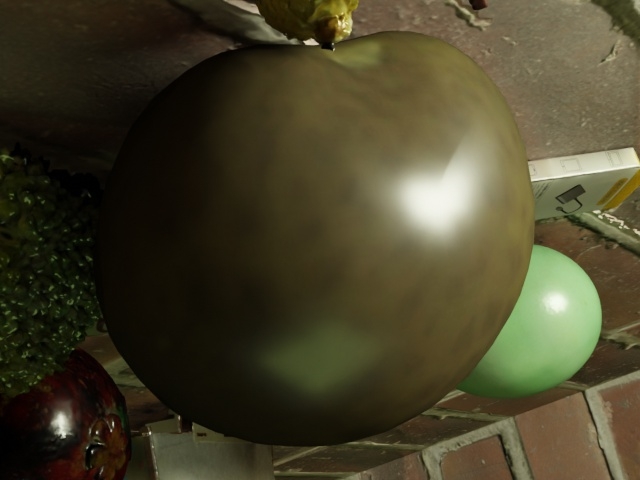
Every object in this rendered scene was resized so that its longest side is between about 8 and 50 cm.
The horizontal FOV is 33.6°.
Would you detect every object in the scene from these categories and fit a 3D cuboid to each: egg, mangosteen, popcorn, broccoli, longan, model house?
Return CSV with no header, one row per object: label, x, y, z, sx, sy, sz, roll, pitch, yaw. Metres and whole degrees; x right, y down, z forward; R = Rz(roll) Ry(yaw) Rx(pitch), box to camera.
egg,0.268,0.117,1.526,0.270,0.220,0.220,-13,161,29
mangosteen,-0.398,0.262,1.396,0.311,0.311,0.311,-13,158,-5
popcorn,-0.005,-0.179,0.822,0.084,0.084,0.084,-13,158,-5
broccoli,-0.319,0.041,0.951,0.273,0.180,0.242,-5,135,7
longan,0.000,0.000,0.929,0.405,0.336,0.404,-16,122,-26
model house,-0.275,0.414,2.012,0.244,0.169,0.326,-23,156,39

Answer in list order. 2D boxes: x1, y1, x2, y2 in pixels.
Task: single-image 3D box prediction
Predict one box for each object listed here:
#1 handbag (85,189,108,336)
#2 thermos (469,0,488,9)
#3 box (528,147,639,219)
handbag,-0.205,0.033,1.157,0.213,0.127,0.235,2,141,-39
thermos,0.086,-0.228,0.709,0.099,0.124,0.232,-16,166,12
box,0.291,-0.065,1.349,0.247,0.033,0.129,-8,157,-16
